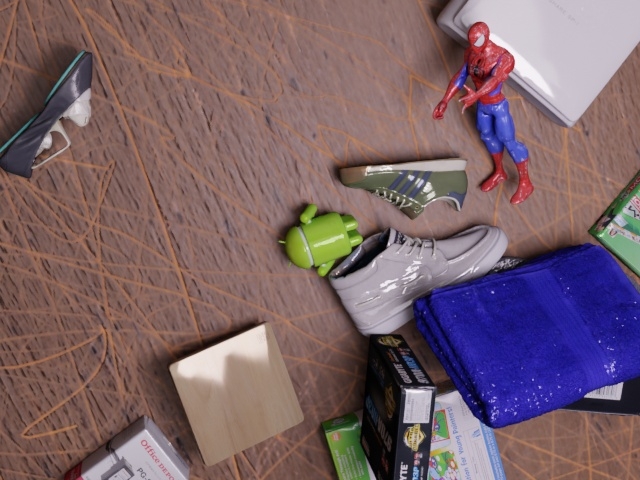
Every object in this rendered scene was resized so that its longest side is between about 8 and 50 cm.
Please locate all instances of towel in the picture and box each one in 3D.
[{"bbox_3d":[0.306,0.117,1.539,0.308,0.228,0.076,-17,143,-21],"label":"towel"}]

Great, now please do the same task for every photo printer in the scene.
[{"bbox_3d":[0.353,-0.354,1.589,0.256,0.107,0.307,38,92,-12],"label":"photo printer"}]

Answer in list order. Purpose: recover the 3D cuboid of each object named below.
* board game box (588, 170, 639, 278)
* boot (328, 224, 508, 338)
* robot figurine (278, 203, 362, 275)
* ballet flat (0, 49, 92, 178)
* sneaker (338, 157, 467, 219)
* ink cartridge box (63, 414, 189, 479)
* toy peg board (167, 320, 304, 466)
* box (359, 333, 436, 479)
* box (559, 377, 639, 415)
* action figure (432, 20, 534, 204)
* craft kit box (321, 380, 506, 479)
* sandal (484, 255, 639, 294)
[{"bbox_3d":[0.594,0.008,1.715,0.317,0.046,0.213,40,93,-12],"label":"board game box"},{"bbox_3d":[0.139,0.027,1.621,0.258,0.095,0.123,-34,114,0],"label":"boot"},{"bbox_3d":[0.000,0.000,1.616,0.115,0.067,0.101,-20,113,-4],"label":"robot figurine"},{"bbox_3d":[-0.359,-0.165,1.536,0.074,0.074,0.203,40,98,-12],"label":"ballet flat"},{"bbox_3d":[0.123,-0.071,1.622,0.192,0.064,0.086,-5,95,-11],"label":"sneaker"},{"bbox_3d":[-0.281,0.346,1.633,0.150,0.063,0.109,-36,102,-1],"label":"ink cartridge box"},{"bbox_3d":[-0.132,0.217,1.638,0.160,0.079,0.161,-23,103,-20],"label":"toy peg board"},{"bbox_3d":[0.103,0.242,1.535,0.051,0.220,0.175,2,104,-9],"label":"box"},{"bbox_3d":[0.387,0.188,1.656,0.156,0.158,0.093,6,99,-9],"label":"box"},{"bbox_3d":[0.215,-0.160,1.540,0.139,0.091,0.280,-36,131,-27],"label":"action figure"},{"bbox_3d":[0.152,0.358,1.705,0.246,0.061,0.250,-17,101,-8],"label":"craft kit box"},{"bbox_3d":[0.373,0.073,1.697,0.254,0.054,0.097,16,89,-1],"label":"sandal"}]
